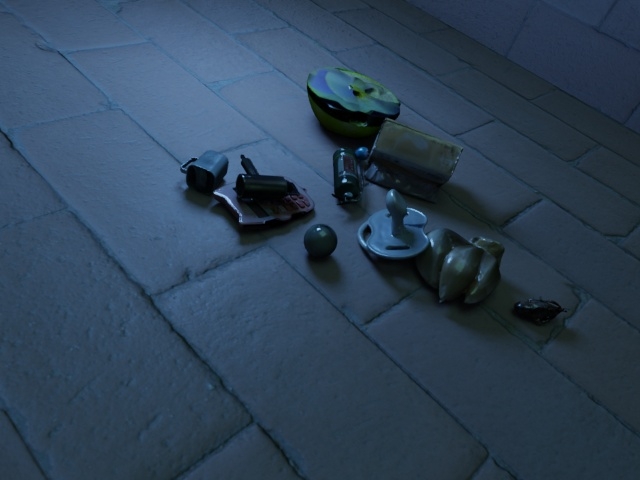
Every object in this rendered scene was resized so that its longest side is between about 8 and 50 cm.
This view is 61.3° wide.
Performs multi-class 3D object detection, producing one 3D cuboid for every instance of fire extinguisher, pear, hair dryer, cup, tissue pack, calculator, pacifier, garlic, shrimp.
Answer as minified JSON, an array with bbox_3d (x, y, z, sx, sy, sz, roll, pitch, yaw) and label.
[{"bbox_3d":[0.092,-0.212,1.899,0.118,0.093,0.294,13,41,-12],"label":"fire extinguisher"},{"bbox_3d":[0.118,-0.536,2.205,0.399,0.165,0.398,11,42,-10],"label":"pear"},{"bbox_3d":[-0.196,-0.218,1.756,0.196,0.078,0.248,0,37,-29],"label":"hair dryer"},{"bbox_3d":[-0.377,-0.225,1.735,0.128,0.095,0.129,20,38,4],"label":"cup"},{"bbox_3d":[0.333,-0.285,2.009,0.306,0.238,0.238,21,41,0],"label":"tissue pack"},{"bbox_3d":[-0.169,-0.127,1.747,0.330,0.048,0.220,-19,53,-39],"label":"calculator"},{"bbox_3d":[0.229,-0.061,1.705,0.228,0.207,0.279,1,36,7],"label":"pacifier"},{"bbox_3d":[0.436,0.065,1.712,0.279,0.132,0.325,34,37,29],"label":"garlic"},{"bbox_3d":[0.695,0.216,1.692,0.190,0.074,0.073,0,13,-12],"label":"shrimp"}]

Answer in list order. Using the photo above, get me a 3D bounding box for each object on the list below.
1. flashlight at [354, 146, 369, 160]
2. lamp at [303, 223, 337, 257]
[{"bbox_3d":[0.150,-0.329,2.048,0.051,0.051,0.129,10,8,-11],"label":"flashlight"},{"bbox_3d":[0.000,0.000,1.626,0.105,0.105,0.105,11,42,-10],"label":"lamp"}]
